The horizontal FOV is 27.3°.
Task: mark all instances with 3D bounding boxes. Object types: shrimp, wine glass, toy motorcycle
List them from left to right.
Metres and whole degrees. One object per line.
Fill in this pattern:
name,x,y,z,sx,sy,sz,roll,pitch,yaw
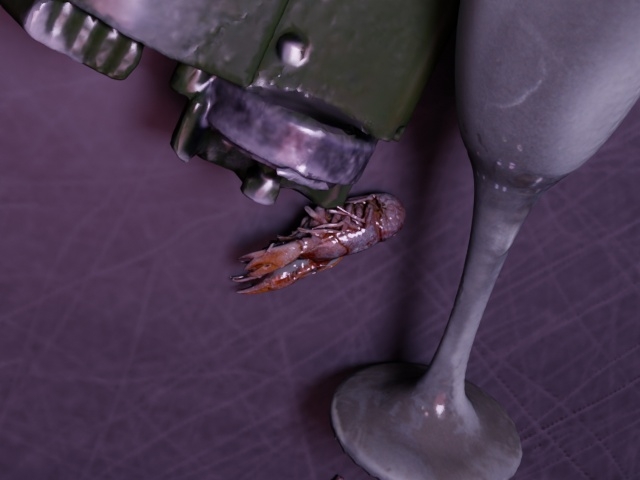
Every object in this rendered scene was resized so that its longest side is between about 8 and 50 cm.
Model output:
toy motorcycle,-0.047,-0.136,0.541,0.275,0.127,0.205,20,104,-24
shrimp,-0.003,0.000,0.635,0.092,0.038,0.029,-30,69,-1
wine glass,0.154,-0.044,0.613,0.264,0.096,0.309,-8,128,-33

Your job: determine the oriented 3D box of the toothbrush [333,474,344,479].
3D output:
toothbrush,-0.016,0.164,0.702,0.008,0.006,0.097,32,99,-16
